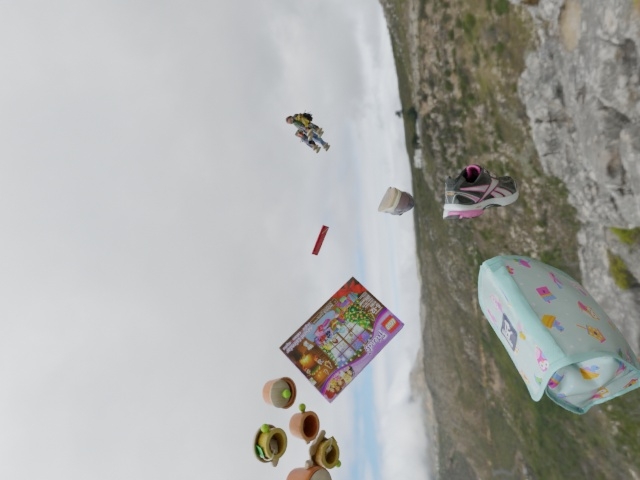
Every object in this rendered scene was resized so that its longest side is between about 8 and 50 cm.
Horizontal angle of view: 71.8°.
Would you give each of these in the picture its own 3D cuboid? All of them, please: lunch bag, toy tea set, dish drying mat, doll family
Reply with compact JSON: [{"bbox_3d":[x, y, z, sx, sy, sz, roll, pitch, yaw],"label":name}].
[{"bbox_3d":[0.392,0.152,0.754,0.262,0.160,0.223,25,-147,-36],"label":"lunch bag"},{"bbox_3d":[-0.041,0.491,1.073,0.336,0.124,0.200,58,-137,-18],"label":"toy tea set"},{"bbox_3d":[0.000,0.000,1.170,0.032,0.008,0.083,17,-85,-61],"label":"dish drying mat"},{"bbox_3d":[-0.040,-0.321,1.298,0.076,0.111,0.193,-49,-21,-8],"label":"doll family"}]

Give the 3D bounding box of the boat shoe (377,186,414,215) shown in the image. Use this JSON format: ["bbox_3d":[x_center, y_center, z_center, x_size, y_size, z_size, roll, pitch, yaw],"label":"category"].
[{"bbox_3d":[0.267,-0.132,1.557,0.285,0.092,0.102,-71,5,-87],"label":"boat shoe"}]

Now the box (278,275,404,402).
[{"bbox_3d":[0.059,0.269,1.224,0.293,0.201,0.057,-43,-19,-13],"label":"box"}]

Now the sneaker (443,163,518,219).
[{"bbox_3d":[0.270,-0.091,0.736,0.178,0.072,0.077,-22,-72,-40],"label":"sneaker"}]
